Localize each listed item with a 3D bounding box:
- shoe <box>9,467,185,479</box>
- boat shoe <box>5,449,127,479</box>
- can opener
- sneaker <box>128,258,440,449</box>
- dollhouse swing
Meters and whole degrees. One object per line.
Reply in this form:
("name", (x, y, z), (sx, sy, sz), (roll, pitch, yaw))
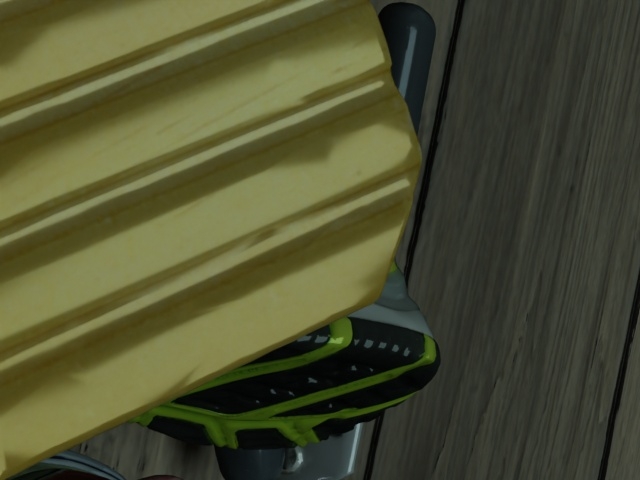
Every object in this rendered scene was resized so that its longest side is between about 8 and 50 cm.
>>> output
("shoe", (-0.117, 0.132, 0.557), (0.178, 0.081, 0.063), (-32, 110, -54))
("boat shoe", (-0.166, 0.148, 0.646), (0.302, 0.094, 0.109), (5, 95, -56))
("can opener", (0.000, 0.000, 0.855), (0.095, 0.076, 0.283), (13, 87, -68))
("sneaker", (-0.110, -0.001, 0.684), (0.384, 0.145, 0.147), (19, 45, -47))
("dollhouse swing", (-0.106, -0.054, 0.402), (0.305, 0.315, 0.347), (-21, 101, -9))
